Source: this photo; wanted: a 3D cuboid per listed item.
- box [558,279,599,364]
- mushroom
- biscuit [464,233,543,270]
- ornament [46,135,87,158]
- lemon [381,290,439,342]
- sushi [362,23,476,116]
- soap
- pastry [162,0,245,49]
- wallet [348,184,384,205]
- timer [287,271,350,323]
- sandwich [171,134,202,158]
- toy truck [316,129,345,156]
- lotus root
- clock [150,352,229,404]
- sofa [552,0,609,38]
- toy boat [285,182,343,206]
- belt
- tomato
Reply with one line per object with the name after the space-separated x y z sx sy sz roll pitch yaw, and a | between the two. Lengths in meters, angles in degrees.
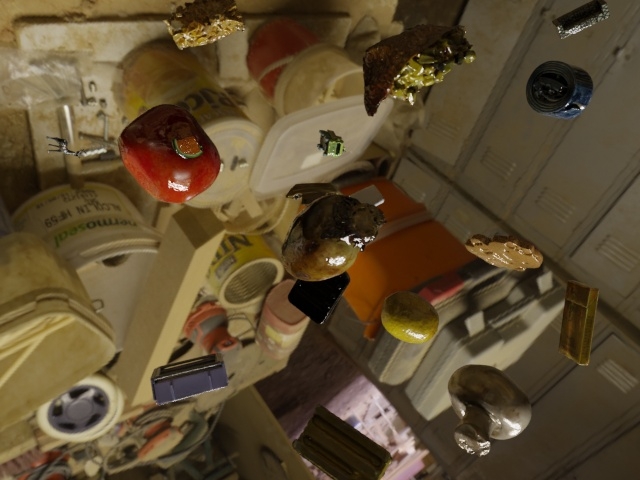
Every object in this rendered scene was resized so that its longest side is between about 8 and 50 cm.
0.523 0.164 1.037 0.089 0.022 0.156 -115 -150 -82 | box
0.556 0.588 1.763 0.290 0.297 0.297 -45 156 -28 | mushroom
0.370 0.028 1.024 0.133 0.184 0.027 34 79 -24 | biscuit
-0.840 -0.308 1.693 0.125 0.028 0.073 14 142 -17 | ornament
0.300 0.256 1.699 0.170 0.207 0.170 25 90 -89 | lemon
0.225 -0.405 1.176 0.296 0.179 0.167 -26 159 -30 | sushi
0.056 0.543 1.310 0.135 0.233 0.076 -55 157 -18 | soap
-0.361 -0.673 1.553 0.250 0.154 0.102 -25 166 -21 | pastry
0.125 -0.114 1.415 0.122 0.061 0.025 -28 178 -45 | wallet
-0.002 0.146 1.572 0.187 0.144 0.055 -59 162 16 | timer
-0.399 -0.280 1.530 0.101 0.026 0.069 -20 125 -38 | sandwich
0.049 -0.399 2.089 0.100 0.169 0.077 1 116 -15 | toy truck
0.000 0.000 1.055 0.314 0.141 0.169 -34 -153 53 | lotus root
-0.353 0.370 1.380 0.193 0.073 0.144 -11 180 -15 | clock
0.645 -0.552 1.266 0.118 0.060 0.039 -22 123 25 | sofa
-0.024 -0.144 1.647 0.057 0.200 0.077 14 81 -58 | toy boat
0.648 -0.406 1.382 0.082 0.190 0.141 4 117 -21 | belt
-0.502 -0.288 1.705 0.293 0.325 0.290 -38 -173 -37 | tomato
